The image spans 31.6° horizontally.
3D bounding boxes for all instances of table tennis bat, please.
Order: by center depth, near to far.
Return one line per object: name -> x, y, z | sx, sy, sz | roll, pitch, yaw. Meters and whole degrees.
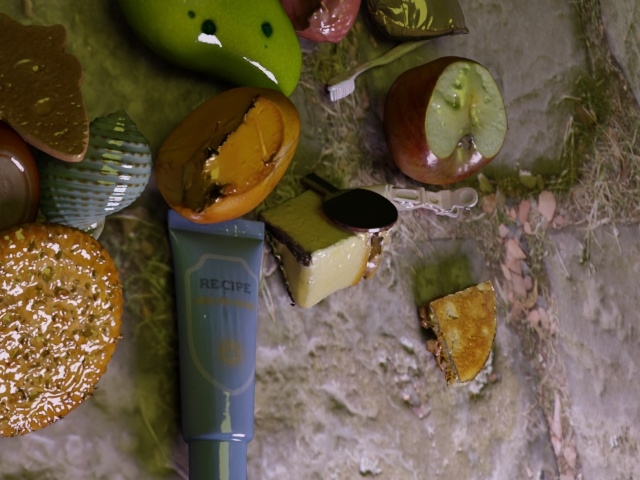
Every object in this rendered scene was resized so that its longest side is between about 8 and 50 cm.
table tennis bat -> 0.037, -0.053, 1.540 | 0.095, 0.158, 0.014 | -25, 134, -35

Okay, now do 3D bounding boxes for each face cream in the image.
face cream -> -0.129, 0.149, 1.416 | 0.135, 0.086, 0.385 | 8, 69, -26

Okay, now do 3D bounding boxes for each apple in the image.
apple -> 0.176, -0.171, 1.650 | 0.195, 0.160, 0.173 | -8, 78, -33

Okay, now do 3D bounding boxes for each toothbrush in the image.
toothbrush -> 0.114, -0.281, 1.722 | 0.307, 0.025, 0.030 | -34, 131, -36

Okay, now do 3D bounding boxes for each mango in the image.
mango -> -0.108, -0.115, 1.458 | 0.252, 0.126, 0.154 | -42, 132, -47
mango -> -0.137, -0.291, 1.493 | 0.293, 0.143, 0.175 | 32, 63, -33

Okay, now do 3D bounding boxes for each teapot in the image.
teapot -> -0.405, -0.074, 1.256 | 0.178, 0.135, 0.252 | -18, 109, -66

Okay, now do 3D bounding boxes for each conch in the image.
conch -> -0.274, -0.089, 1.373 | 0.135, 0.102, 0.153 | 21, 66, -10

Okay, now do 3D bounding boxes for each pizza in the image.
pizza -> 0.200, 0.122, 1.660 | 0.134, 0.046, 0.175 | 41, 59, -19

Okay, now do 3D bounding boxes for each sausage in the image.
sausage -> -0.006, -0.400, 1.606 | 0.148, 0.148, 0.254 | 9, 78, -31

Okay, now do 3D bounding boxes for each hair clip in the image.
hair clip -> 0.130, -0.063, 1.648 | 0.226, 0.072, 0.034 | 5, 72, -32

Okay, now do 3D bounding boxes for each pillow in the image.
pillow -> 0.120, -0.431, 1.733 | 0.173, 0.067, 0.270 | -14, 82, -30

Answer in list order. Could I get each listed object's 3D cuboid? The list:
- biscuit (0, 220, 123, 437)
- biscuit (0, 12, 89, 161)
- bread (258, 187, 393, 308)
biscuit -> -0.321, 0.099, 1.265 | 0.254, 0.035, 0.254 | -18, 115, -44
biscuit -> -0.352, -0.188, 1.341 | 0.162, 0.035, 0.250 | -30, 72, -24
bread -> 0.000, 0.000, 1.552 | 0.147, 0.127, 0.152 | -22, 57, -34
